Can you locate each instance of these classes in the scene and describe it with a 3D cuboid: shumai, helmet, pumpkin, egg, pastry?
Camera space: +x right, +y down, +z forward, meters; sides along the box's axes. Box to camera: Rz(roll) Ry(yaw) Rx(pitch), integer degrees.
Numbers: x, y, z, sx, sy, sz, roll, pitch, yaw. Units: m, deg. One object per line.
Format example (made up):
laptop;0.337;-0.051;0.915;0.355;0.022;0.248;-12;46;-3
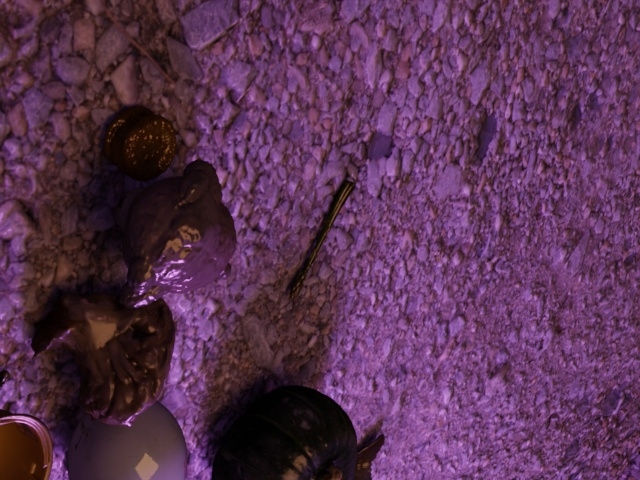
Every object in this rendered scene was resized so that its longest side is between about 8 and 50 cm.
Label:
shumai;-0.315;0.155;1.778;0.175;0.166;0.206;32;55;-40
helmet;-0.499;0.323;1.683;0.257;0.140;0.205;-51;142;-19
pumpkin;-0.054;0.408;2.206;0.300;0.207;0.300;-38;141;-40
egg;-0.298;0.352;1.903;0.183;0.183;0.264;-26;139;-37
pastry;-0.250;-0.135;1.726;0.097;0.057;0.109;-60;145;-1

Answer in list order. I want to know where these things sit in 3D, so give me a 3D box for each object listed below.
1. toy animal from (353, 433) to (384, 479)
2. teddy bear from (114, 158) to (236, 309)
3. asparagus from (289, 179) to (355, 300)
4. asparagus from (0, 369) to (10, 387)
toy animal;0.072;0.533;2.511;0.197;0.160;0.272;6;102;-49
teddy bear;-0.206;-0.004;1.737;0.236;0.151;0.267;-62;166;-1
asparagus;0.000;0.000;2.143;0.233;0.022;0.023;-63;172;3
asparagus;-0.474;0.240;1.759;0.127;0.018;0.015;-64;178;7
